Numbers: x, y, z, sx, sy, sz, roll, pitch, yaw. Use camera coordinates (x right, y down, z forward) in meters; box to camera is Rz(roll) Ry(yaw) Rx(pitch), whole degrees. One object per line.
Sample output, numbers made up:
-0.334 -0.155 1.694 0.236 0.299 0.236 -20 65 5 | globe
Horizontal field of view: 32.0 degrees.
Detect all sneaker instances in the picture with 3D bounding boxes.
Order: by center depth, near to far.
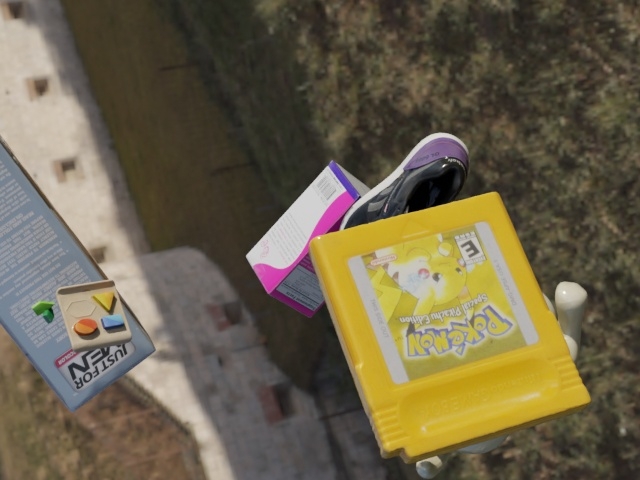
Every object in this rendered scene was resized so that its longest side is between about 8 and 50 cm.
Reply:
0.111 -0.029 1.644 0.283 0.107 0.124 -53 12 23 | sneaker

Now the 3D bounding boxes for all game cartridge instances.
0.166 0.109 1.474 0.052 0.285 0.323 102 150 -62 | game cartridge

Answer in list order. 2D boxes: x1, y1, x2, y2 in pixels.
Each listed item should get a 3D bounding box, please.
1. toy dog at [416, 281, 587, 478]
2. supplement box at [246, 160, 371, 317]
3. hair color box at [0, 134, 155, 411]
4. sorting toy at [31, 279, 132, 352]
0.266 0.192 1.854 0.284 0.395 0.408 43 166 13 | toy dog
0.000 0.000 1.831 0.114 0.220 0.111 34 -165 -41 | supplement box
-0.336 -0.013 1.184 0.374 0.113 0.185 56 171 -14 | hair color box
-0.213 0.068 0.994 0.012 0.083 0.062 -41 63 52 | sorting toy
